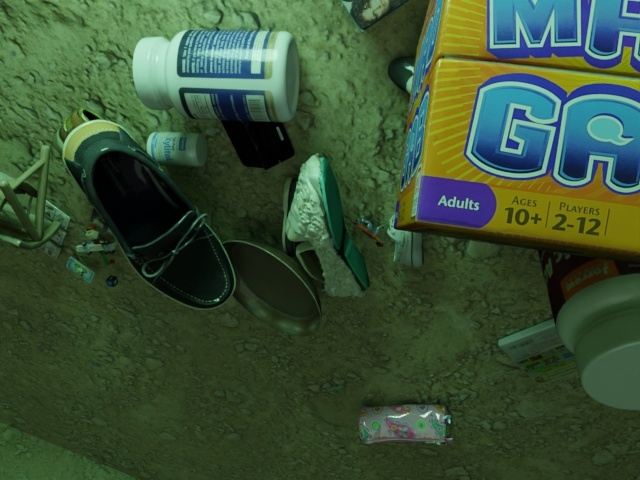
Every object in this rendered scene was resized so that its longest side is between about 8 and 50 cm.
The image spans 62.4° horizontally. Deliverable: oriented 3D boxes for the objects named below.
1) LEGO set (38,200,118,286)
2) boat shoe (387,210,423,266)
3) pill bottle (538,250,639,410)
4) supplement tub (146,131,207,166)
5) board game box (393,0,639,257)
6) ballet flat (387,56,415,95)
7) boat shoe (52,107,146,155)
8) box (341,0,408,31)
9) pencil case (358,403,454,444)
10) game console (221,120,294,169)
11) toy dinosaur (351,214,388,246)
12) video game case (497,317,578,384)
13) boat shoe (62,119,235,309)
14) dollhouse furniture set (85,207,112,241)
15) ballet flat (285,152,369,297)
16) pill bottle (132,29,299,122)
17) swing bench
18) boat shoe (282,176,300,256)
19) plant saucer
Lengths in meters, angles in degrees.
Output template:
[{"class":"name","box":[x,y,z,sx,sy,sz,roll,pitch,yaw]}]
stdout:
[{"class":"LEGO set","box":[-0.612,0.014,1.363,0.244,0.060,0.182,36,129,-5]},{"class":"boat shoe","box":[0.181,-0.022,1.140,0.076,0.083,0.226,-2,131,11]},{"class":"pill bottle","box":[0.532,0.086,0.961,0.224,0.392,0.224,5,131,6]},{"class":"supplement tub","box":[-0.296,-0.189,1.096,0.107,0.071,0.071,1,131,10]},{"class":"board game box","box":[0.309,-0.167,0.714,0.356,0.356,0.356,8,91,4]},{"class":"ballet flat","box":[0.213,-0.262,0.934,0.203,0.074,0.074,22,131,-8]},{"class":"boat shoe","box":[-0.412,-0.149,1.126,0.104,0.110,0.307,-34,121,28]},{"class":"box","box":[0.138,-0.434,0.803,0.244,0.060,0.100,-26,122,29]},{"class":"pencil case","box":[0.261,0.565,1.617,0.284,0.124,0.124,-5,129,16]},{"class":"game console","box":[-0.127,-0.213,1.082,0.107,0.071,0.122,-28,127,-5]},{"class":"toy dinosaur","box":[0.108,-0.015,1.176,0.047,0.090,0.082,-32,88,49]},{"class":"video game case","box":[0.613,0.278,1.361,0.227,0.026,0.206,-33,118,31]},{"class":"boat shoe","box":[-0.328,-0.017,1.089,0.187,0.156,0.500,-39,127,-14]},{"class":"dollhouse furniture set","box":[-0.483,-0.034,1.270,0.114,0.091,0.081,-12,143,17]},{"class":"ballet flat","box":[0.000,0.000,1.124,0.147,0.147,0.409,-6,138,16]},{"class":"pill bottle","box":[-0.178,-0.289,0.929,0.265,0.153,0.153,4,131,7]},{"class":"swing bench","box":[-0.746,-0.111,1.172,0.253,0.165,0.254,19,132,1]},{"class":"boat shoe","box":[-0.047,-0.044,1.173,0.065,0.075,0.206,7,126,6]},{"class":"plant saucer","box":[-0.120,0.107,1.276,0.311,0.050,0.310,24,142,20]}]
